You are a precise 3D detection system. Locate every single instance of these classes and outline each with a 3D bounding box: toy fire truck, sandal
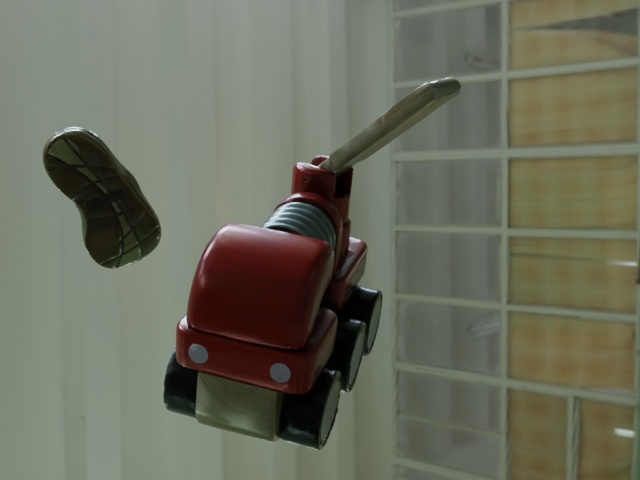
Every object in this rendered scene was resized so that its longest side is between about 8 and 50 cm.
[{"bbox_3d":[0.000,0.000,0.623,0.217,0.158,0.247,-50,-31,-64],"label":"toy fire truck"},{"bbox_3d":[-0.194,-0.041,0.764,0.180,0.072,0.049,72,178,-49],"label":"sandal"}]
